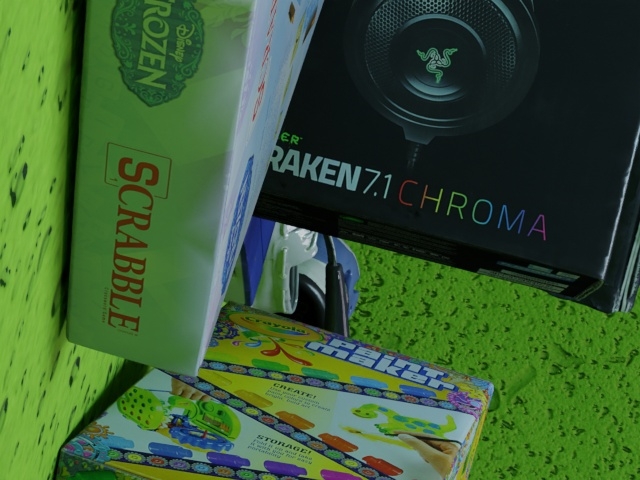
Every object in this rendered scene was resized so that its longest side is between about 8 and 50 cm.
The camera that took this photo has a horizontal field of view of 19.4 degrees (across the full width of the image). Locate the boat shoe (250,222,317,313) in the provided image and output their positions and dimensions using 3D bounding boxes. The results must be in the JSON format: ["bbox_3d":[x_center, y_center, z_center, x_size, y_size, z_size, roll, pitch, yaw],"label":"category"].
[{"bbox_3d":[-0.033,-0.001,1.561,0.066,0.063,0.184,-73,176,-47],"label":"boat shoe"}]

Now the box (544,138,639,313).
[{"bbox_3d":[0.244,-0.282,1.676,0.472,0.297,0.480,94,19,-54],"label":"box"}]

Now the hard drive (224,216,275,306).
[{"bbox_3d":[-0.025,-0.129,1.287,0.210,0.040,0.319,93,12,-76],"label":"hard drive"}]

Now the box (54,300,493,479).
[{"bbox_3d":[-0.041,0.225,1.040,0.279,0.177,0.290,-41,146,-70],"label":"box"}]

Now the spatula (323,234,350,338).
[{"bbox_3d":[0.000,0.000,1.606,0.084,0.030,0.297,-161,-120,-72],"label":"spatula"}]

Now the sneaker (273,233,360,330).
[{"bbox_3d":[-0.044,0.154,1.735,0.182,0.127,0.316,-49,147,-76],"label":"sneaker"}]

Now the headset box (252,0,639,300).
[{"bbox_3d":[0.073,-0.135,1.077,0.131,0.246,0.283,86,19,-83],"label":"headset box"}]

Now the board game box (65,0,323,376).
[{"bbox_3d":[-0.027,-0.162,0.794,0.319,0.065,0.318,102,3,-48],"label":"board game box"}]
